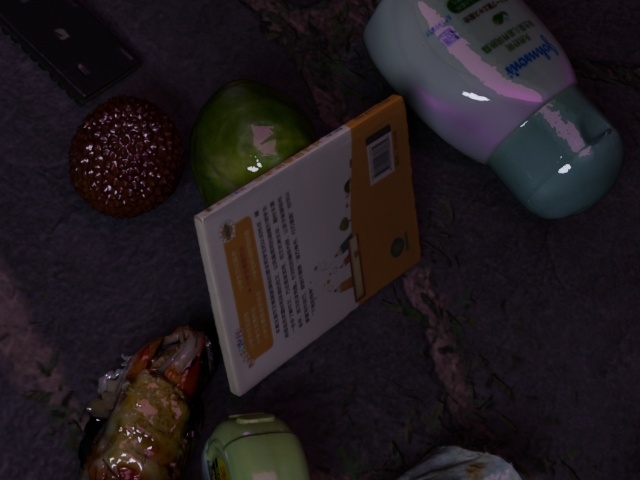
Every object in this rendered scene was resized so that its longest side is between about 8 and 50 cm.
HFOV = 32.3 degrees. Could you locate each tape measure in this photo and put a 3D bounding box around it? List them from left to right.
[{"bbox_3d":[-0.057,0.234,0.999,0.087,0.154,0.178,-4,59,-21],"label":"tape measure"}]

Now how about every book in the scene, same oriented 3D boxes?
[{"bbox_3d":[0.000,0.000,1.128,0.020,0.208,0.295,20,40,38],"label":"book"}]

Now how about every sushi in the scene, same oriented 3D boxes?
[{"bbox_3d":[-0.170,0.174,1.019,0.097,0.103,0.226,43,48,-32],"label":"sushi"}]

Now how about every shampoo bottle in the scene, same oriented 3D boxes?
[{"bbox_3d":[0.222,-0.179,1.341,0.221,0.151,0.349,-32,78,-36],"label":"shampoo bottle"}]

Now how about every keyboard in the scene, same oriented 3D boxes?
[{"bbox_3d":[-0.347,-0.278,1.242,0.317,0.027,0.106,44,52,6],"label":"keyboard"}]

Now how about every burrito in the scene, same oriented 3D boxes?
[{"bbox_3d":[0.075,0.279,1.026,0.229,0.144,0.089,-36,104,-34],"label":"burrito"}]

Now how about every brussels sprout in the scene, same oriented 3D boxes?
[{"bbox_3d":[-0.067,-0.076,1.158,0.143,0.161,0.181,-34,88,-39],"label":"brussels sprout"}]

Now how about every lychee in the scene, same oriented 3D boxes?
[{"bbox_3d":[-0.199,-0.089,1.131,0.123,0.129,0.123,1,32,-1],"label":"lychee"}]
